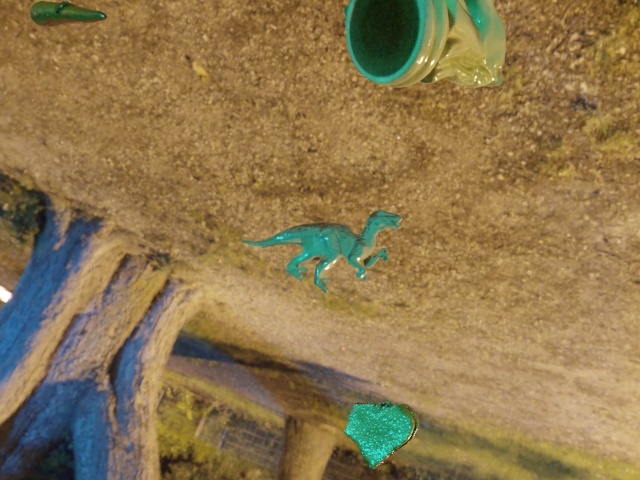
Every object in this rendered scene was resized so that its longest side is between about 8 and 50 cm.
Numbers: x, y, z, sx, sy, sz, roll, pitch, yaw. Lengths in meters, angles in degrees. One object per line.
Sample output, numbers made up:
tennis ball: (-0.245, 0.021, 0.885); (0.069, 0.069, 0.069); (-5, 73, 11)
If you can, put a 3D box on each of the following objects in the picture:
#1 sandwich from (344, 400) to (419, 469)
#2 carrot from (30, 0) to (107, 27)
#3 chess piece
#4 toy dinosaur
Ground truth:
sandwich: (0.089, 0.272, 0.899); (0.093, 0.105, 0.036); (54, -168, 14)
carrot: (-0.444, -0.397, 1.066); (0.254, 0.049, 0.049); (18, 160, 38)
chess piece: (0.198, -0.330, 0.958); (0.298, 0.175, 0.176); (-11, -178, -39)
toy dinosaur: (0.000, 0.000, 1.010); (0.242, 0.167, 0.053); (17, 168, 2)
